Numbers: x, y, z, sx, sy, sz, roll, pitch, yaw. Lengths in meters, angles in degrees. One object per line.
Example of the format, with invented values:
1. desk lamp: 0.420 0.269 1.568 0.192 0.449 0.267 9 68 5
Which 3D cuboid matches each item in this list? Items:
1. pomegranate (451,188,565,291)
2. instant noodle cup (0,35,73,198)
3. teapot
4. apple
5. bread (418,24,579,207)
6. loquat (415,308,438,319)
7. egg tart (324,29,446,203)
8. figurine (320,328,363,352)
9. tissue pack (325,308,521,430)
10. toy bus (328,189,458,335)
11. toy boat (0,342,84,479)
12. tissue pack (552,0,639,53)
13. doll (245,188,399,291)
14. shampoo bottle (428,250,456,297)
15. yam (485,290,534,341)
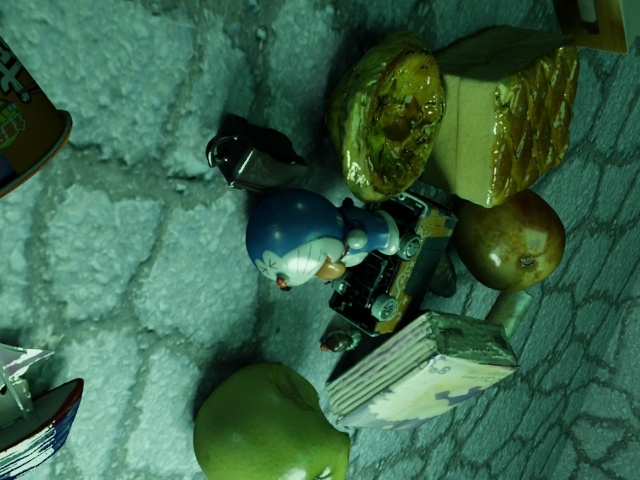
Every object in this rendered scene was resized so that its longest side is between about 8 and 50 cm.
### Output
1. pomegranate: 0.420 -0.016 1.471 0.229 0.270 0.252 -42 110 16
2. instant noodle cup: -0.377 -0.131 0.559 0.250 0.250 0.192 -39 126 -24
3. teapot: -0.103 -0.116 0.971 0.177 0.087 0.096 12 126 -49
4. apple: -0.087 0.352 1.136 0.279 0.279 0.279 -25 128 -36
5. bread: 0.346 -0.250 1.263 0.279 0.207 0.279 -28 131 -32
6. loquat: 0.246 0.226 1.496 0.141 0.141 0.141 -25 128 -36
7. egg tart: 0.103 -0.206 1.093 0.290 0.115 0.290 -28 128 -42
8. figurine: 0.047 0.209 1.344 0.060 0.047 0.106 -35 157 26
9. tissue pack: 0.208 0.280 1.337 0.242 0.125 0.343 15 138 -34
10. toy bus: 0.147 0.037 1.276 0.167 0.138 0.275 5 110 -50
11. toy boat: -0.442 0.199 0.804 0.219 0.072 0.318 -50 136 -18
12. tissue pack: 0.618 -0.552 1.415 0.136 0.159 0.246 -56 139 -9
13. doll: 0.000 0.000 1.064 0.257 0.215 0.161 -1 82 -32
14. shampoo bottle: 0.260 0.062 1.476 0.087 0.049 0.234 -50 139 -10
15. yam: 0.503 0.242 1.808 0.093 0.093 0.259 31 89 -50
